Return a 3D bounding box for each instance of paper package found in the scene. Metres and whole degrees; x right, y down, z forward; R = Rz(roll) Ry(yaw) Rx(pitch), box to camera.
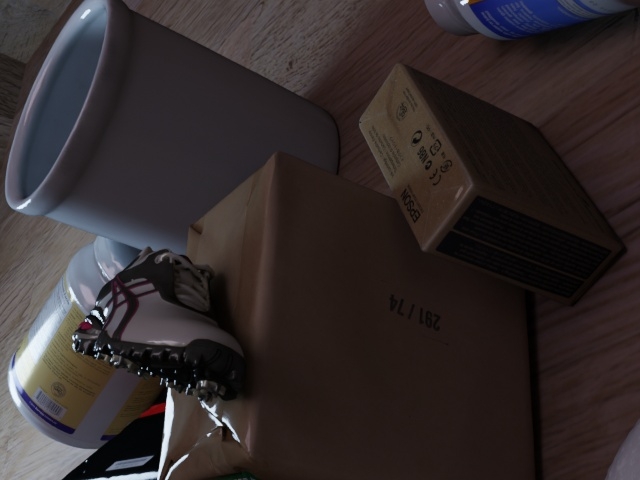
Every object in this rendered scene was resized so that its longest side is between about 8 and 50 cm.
[{"bbox_3d":[0.037,0.118,0.971,0.168,0.325,0.309,-34,44,46],"label":"paper package"}]

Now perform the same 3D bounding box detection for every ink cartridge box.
[{"bbox_3d":[0.163,-0.059,1.013,0.088,0.193,0.234,-55,31,25],"label":"ink cartridge box"}]

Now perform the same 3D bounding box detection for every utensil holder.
[{"bbox_3d":[-0.213,-0.130,1.486,0.327,0.385,0.327,-38,40,41],"label":"utensil holder"}]

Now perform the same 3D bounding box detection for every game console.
[{"bbox_3d":[-0.115,0.205,1.229,0.342,0.060,0.386,-39,9,-37],"label":"game console"}]

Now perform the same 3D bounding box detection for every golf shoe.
[{"bbox_3d":[-0.134,0.062,0.859,0.273,0.105,0.120,5,68,60],"label":"golf shoe"}]

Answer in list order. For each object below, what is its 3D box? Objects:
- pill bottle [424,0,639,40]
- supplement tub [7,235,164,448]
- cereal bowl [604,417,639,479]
[{"bbox_3d":[0.235,-0.302,1.103,0.272,0.152,0.152,-3,68,58],"label":"pill bottle"},{"bbox_3d":[-0.333,0.148,1.643,0.331,0.241,0.241,-54,32,23],"label":"supplement tub"},{"bbox_3d":[0.302,0.204,0.598,0.339,0.141,0.339,-22,58,39],"label":"cereal bowl"}]
